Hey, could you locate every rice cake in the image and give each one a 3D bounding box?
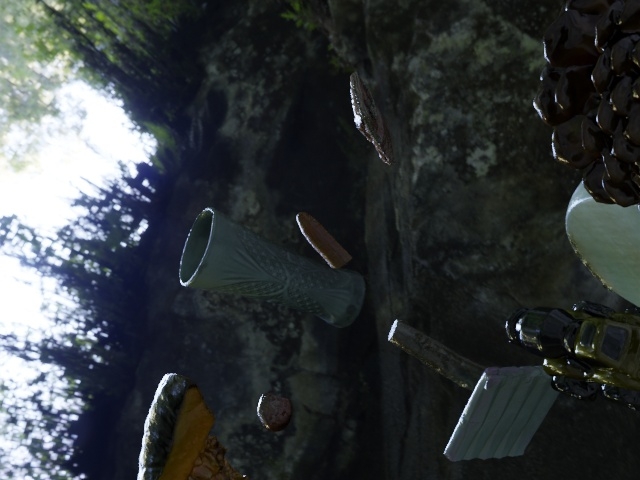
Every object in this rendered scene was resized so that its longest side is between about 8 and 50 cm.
[{"bbox_3d":[0.324,0.299,1.175,0.037,0.189,0.198,-123,-138,-55],"label":"rice cake"}]

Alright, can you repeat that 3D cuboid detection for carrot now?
[{"bbox_3d":[0.000,0.000,1.325,0.048,0.048,0.139,-43,-91,5],"label":"carrot"}]

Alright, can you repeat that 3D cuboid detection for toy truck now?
[{"bbox_3d":[0.394,0.154,1.003,0.148,0.165,0.224,-68,-165,-9],"label":"toy truck"}]

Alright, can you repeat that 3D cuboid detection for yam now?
[{"bbox_3d":[0.246,0.232,1.252,0.274,0.061,0.061,30,-98,-7],"label":"yam"}]

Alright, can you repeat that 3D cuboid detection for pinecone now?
[{"bbox_3d":[0.307,-0.148,0.602,0.246,0.292,0.247,2,-71,7],"label":"pinecone"}]

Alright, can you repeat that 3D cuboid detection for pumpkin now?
[{"bbox_3d":[-0.208,0.314,0.915,0.111,0.279,0.163,18,-131,40],"label":"pumpkin"}]

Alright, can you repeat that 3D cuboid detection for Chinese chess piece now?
[{"bbox_3d":[0.623,-0.007,1.219,0.146,0.349,0.349,-44,-127,-14],"label":"Chinese chess piece"}]

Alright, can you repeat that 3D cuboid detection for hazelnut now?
[{"bbox_3d":[-0.101,0.373,1.469,0.086,0.086,0.087,-12,-117,24],"label":"hazelnut"}]

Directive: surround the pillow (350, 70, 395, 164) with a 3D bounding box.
[{"bbox_3d":[0.112,-0.257,1.445,0.043,0.232,0.126,-14,-113,18],"label":"pillow"}]

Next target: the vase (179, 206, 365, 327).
[{"bbox_3d":[-0.052,0.042,0.818,0.096,0.219,0.096,-44,-145,42],"label":"vase"}]
